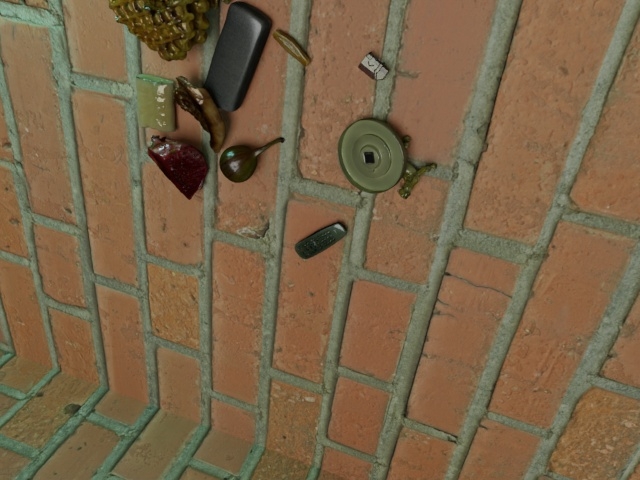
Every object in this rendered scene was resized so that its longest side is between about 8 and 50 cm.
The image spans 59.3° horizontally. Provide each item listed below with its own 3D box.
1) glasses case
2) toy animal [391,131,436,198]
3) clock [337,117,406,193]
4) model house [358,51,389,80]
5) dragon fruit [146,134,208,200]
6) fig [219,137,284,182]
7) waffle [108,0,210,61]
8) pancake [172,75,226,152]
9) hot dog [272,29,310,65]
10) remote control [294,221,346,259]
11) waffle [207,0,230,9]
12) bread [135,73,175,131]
[{"bbox_3d":[-0.259,-0.554,1.719,0.131,0.074,0.323,31,125,2],"label":"glasses case"},{"bbox_3d":[0.249,-0.230,1.712,0.181,0.073,0.136,46,127,-7],"label":"toy animal"},{"bbox_3d":[0.154,-0.256,1.717,0.235,0.029,0.235,20,125,31],"label":"clock"},{"bbox_3d":[0.153,-0.489,1.606,0.083,0.057,0.058,39,121,-6],"label":"model house"},{"bbox_3d":[-0.505,-0.292,1.935,0.211,0.134,0.262,35,163,16],"label":"dragon fruit"},{"bbox_3d":[-0.224,-0.276,1.853,0.236,0.124,0.124,-23,109,19],"label":"fig"},{"bbox_3d":[-0.482,-0.695,1.646,0.324,0.151,0.261,41,142,3],"label":"waffle"},{"bbox_3d":[-0.382,-0.413,1.808,0.257,0.056,0.212,46,155,-13],"label":"pancake"},{"bbox_3d":[-0.083,-0.573,1.666,0.137,0.028,0.044,42,151,-3],"label":"hot dog"},{"bbox_3d":[0.000,0.000,1.961,0.222,0.042,0.072,-30,105,34],"label":"remote control"},{"bbox_3d":[-0.344,-0.813,1.610,0.280,0.060,0.262,31,125,2],"label":"waffle"},{"bbox_3d":[-0.557,-0.462,1.900,0.139,0.060,0.178,14,123,14],"label":"bread"}]
